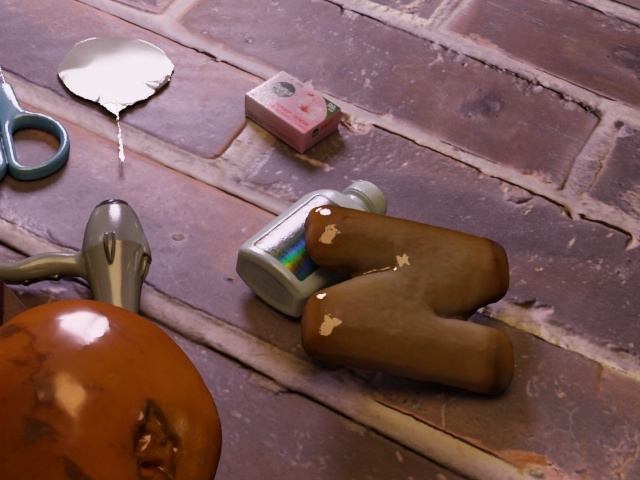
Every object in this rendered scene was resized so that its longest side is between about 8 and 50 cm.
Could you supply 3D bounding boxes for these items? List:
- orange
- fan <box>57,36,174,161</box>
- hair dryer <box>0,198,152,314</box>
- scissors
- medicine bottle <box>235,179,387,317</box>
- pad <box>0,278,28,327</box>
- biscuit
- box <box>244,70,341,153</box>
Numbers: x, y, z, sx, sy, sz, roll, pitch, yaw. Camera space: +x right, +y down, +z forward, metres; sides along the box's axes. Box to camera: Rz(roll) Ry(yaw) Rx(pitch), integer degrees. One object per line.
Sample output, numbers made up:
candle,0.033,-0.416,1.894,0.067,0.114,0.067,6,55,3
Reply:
orange,-0.262,0.219,1.409,0.312,0.312,0.312,4,47,-4
fan,-0.312,-0.219,2.006,0.182,0.010,0.310,-2,45,-8
hair dryer,-0.333,0.080,1.699,0.267,0.092,0.229,-24,59,-9
scissors,-0.509,-0.249,1.995,0.192,0.029,0.447,-9,49,-17
medicine bottle,0.000,0.000,1.793,0.121,0.083,0.229,36,52,20
pad,-0.413,0.214,1.507,0.220,0.004,0.330,49,51,-10
biscuit,0.116,0.071,1.702,0.291,0.062,0.237,13,54,-13
box,-0.043,-0.197,1.999,0.125,0.043,0.089,35,52,23
